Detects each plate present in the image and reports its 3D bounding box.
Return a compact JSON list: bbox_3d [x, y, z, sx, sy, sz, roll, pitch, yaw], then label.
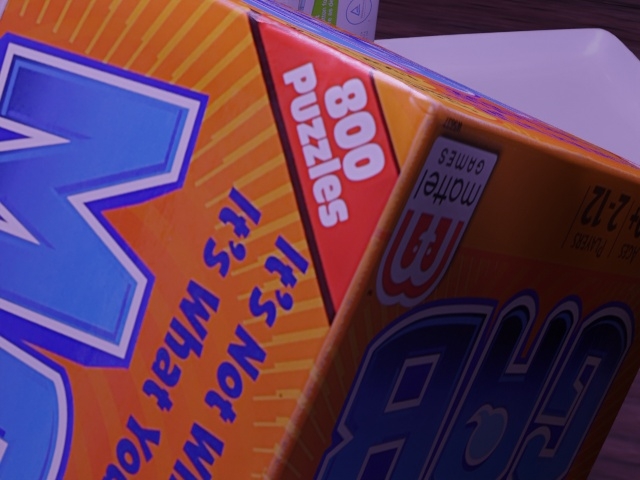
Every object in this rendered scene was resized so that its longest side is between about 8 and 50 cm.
[{"bbox_3d":[0.186,-0.100,1.424,0.278,0.045,0.277,-6,36,-18],"label":"plate"}]

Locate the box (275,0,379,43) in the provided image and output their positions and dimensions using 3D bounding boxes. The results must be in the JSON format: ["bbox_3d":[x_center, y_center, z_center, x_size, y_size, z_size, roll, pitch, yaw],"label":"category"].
[{"bbox_3d":[-0.087,-0.115,1.206,0.231,0.262,0.127,-17,40,-29],"label":"box"}]

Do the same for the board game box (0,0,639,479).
[{"bbox_3d":[-0.091,0.054,0.763,0.356,0.356,0.356,27,9,27],"label":"board game box"}]
